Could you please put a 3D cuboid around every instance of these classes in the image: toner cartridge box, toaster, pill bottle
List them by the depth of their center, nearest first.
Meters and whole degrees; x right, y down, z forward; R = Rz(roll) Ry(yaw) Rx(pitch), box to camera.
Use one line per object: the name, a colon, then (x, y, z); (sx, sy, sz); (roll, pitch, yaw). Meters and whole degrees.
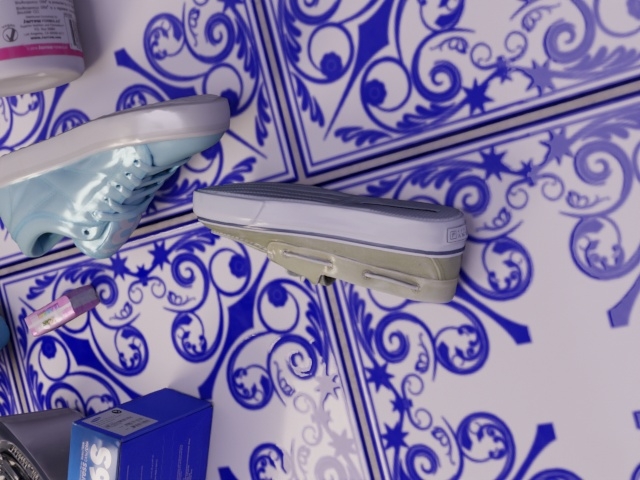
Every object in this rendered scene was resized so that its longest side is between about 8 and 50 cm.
toner cartridge box: (-0.215, 0.357, 1.305); (0.075, 0.165, 0.347); (14, 104, 30)
pill bottle: (-0.375, -0.315, 1.309); (0.160, 0.160, 0.283); (-10, 91, 32)
toaster: (-0.317, 0.301, 1.367); (0.227, 0.146, 0.129); (45, 118, 21)

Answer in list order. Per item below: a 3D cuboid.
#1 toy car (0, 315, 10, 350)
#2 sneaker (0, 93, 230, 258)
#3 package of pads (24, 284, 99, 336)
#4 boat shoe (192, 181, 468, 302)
toy car: (-0.503, 0.230, 1.477); (0.210, 0.219, 0.238); (5, 129, 30)
sneaker: (-0.225, -0.063, 1.283); (0.366, 0.135, 0.150); (-13, 98, 41)
package of pads: (-0.314, 0.086, 1.394); (0.083, 0.050, 0.032); (-28, 87, 31)
boat shoe: (0.000, 0.000, 1.157); (0.302, 0.109, 0.094); (10, 104, 27)
